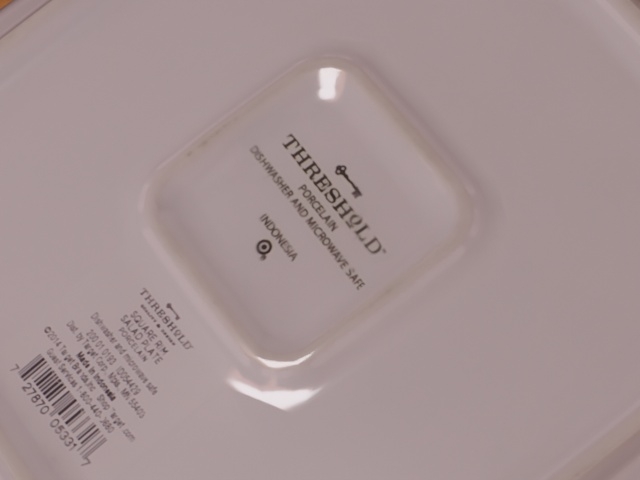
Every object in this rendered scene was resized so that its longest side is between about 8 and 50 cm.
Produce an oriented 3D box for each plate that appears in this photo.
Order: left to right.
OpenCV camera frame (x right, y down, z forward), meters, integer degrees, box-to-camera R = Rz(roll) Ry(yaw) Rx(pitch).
[{"bbox_3d":[0.000,0.000,0.500,0.278,0.045,0.277,-38,65,-4],"label":"plate"}]
